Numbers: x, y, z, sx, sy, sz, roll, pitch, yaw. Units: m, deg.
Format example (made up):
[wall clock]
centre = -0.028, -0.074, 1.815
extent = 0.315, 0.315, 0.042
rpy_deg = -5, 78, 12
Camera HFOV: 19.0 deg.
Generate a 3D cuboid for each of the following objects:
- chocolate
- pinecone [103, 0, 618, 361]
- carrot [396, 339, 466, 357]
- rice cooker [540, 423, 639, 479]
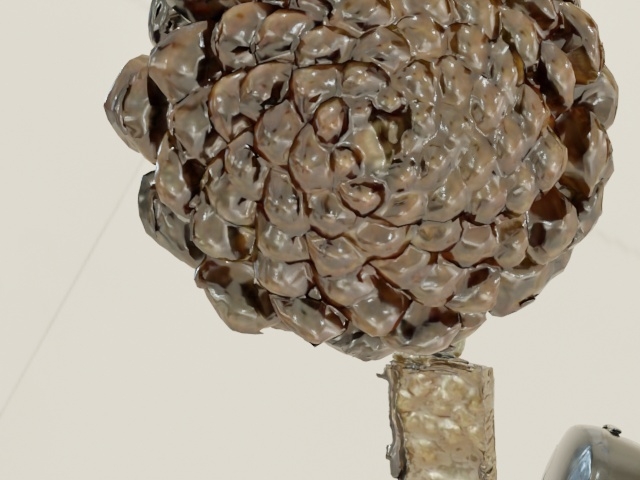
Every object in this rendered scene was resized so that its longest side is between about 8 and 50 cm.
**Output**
[chocolate]
centre = 0.112, 0.238, 1.595
extent = 0.102, 0.329, 0.065
rpy_deg = 10, 27, 32
[pinecone]
centre = 0.026, -0.053, 0.864
extent = 0.221, 0.221, 0.221
rpy_deg = 4, 69, -11
[carrot]
centre = 0.000, 0.000, 1.609
extent = 0.342, 0.070, 0.070
rpy_deg = 40, 64, -25
[rice cooker]
centre = 0.254, 0.239, 1.708
extent = 0.118, 0.203, 0.142
rpy_deg = 19, 97, 3
